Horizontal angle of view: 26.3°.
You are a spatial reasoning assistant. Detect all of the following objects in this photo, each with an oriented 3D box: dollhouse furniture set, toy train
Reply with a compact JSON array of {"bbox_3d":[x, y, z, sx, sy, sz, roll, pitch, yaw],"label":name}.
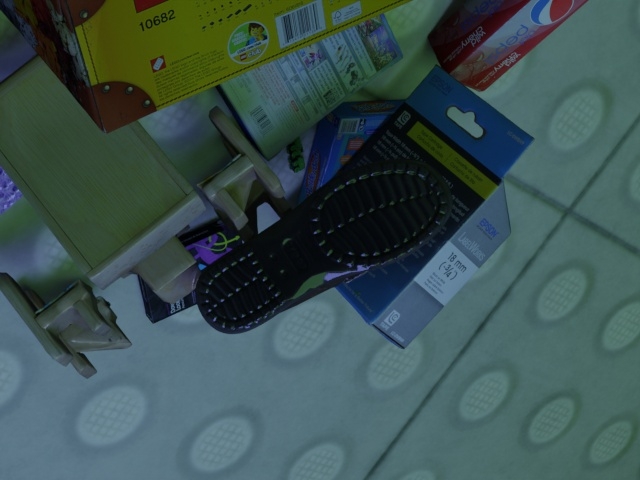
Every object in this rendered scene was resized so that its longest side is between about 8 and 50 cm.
[{"bbox_3d":[-0.264,-0.056,1.727,0.362,0.256,0.394,-38,169,-5],"label":"dollhouse furniture set"},{"bbox_3d":[-0.037,-0.133,1.970,0.023,0.017,0.083,-34,137,-25],"label":"toy train"}]

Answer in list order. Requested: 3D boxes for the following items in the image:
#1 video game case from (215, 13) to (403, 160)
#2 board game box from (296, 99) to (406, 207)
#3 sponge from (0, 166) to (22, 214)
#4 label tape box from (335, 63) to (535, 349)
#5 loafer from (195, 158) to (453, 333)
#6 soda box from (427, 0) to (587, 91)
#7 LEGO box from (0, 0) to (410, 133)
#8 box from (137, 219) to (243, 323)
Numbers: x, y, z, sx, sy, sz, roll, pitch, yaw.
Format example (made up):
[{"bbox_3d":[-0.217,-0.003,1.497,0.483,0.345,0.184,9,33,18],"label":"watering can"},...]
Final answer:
[{"bbox_3d":[-0.039,-0.275,1.823,0.244,0.061,0.269,-37,137,-5],"label":"video game case"},{"bbox_3d":[0.056,-0.105,2.037,0.160,0.047,0.210,-6,125,-34],"label":"board game box"},{"bbox_3d":[-0.384,-0.116,1.711,0.210,0.031,0.117,-42,137,-2],"label":"sponge"},{"bbox_3d":[0.142,-0.049,1.931,0.334,0.240,0.106,-48,137,4],"label":"label tape box"},{"bbox_3d":[0.000,0.000,1.822,0.366,0.134,0.130,-25,180,-3],"label":"loafer"},{"bbox_3d":[0.280,-0.329,1.941,0.092,0.083,0.263,15,134,-43],"label":"soda box"},{"bbox_3d":[-0.106,-0.366,1.473,0.500,0.372,0.193,-26,134,-19],"label":"LEGO box"},{"bbox_3d":[-0.186,0.043,1.986,0.162,0.029,0.116,-24,134,-19],"label":"box"}]
